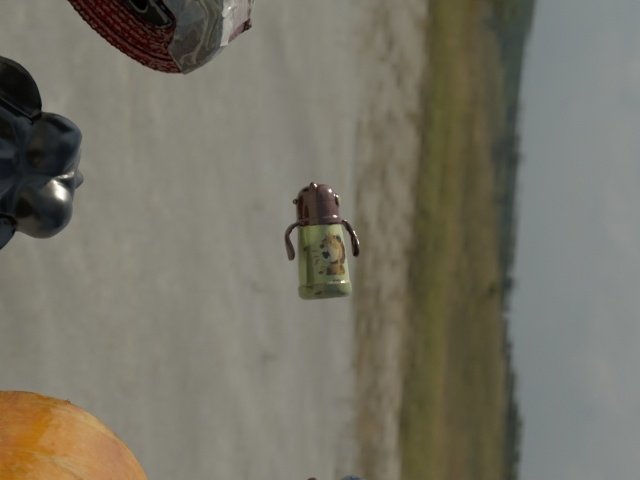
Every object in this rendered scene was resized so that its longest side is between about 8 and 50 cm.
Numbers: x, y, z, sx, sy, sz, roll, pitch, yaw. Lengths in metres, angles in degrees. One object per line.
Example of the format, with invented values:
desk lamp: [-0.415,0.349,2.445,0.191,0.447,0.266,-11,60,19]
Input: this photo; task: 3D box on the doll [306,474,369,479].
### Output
doll: [0.029,0.349,1.956,0.154,0.228,0.258,44,-28,32]

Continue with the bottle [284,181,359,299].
bottle: [-0.001,0.000,1.655,0.063,0.047,0.101,-2,87,-51]

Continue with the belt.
belt: [-0.153,-0.239,1.696,0.128,0.201,0.124,-43,-174,24]

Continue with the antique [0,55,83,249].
antique: [-0.370,-0.083,1.737,0.255,0.322,0.185,3,-98,58]

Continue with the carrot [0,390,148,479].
carrot: [-0.191,0.241,1.012,0.331,0.193,0.214,-93,-157,-70]
